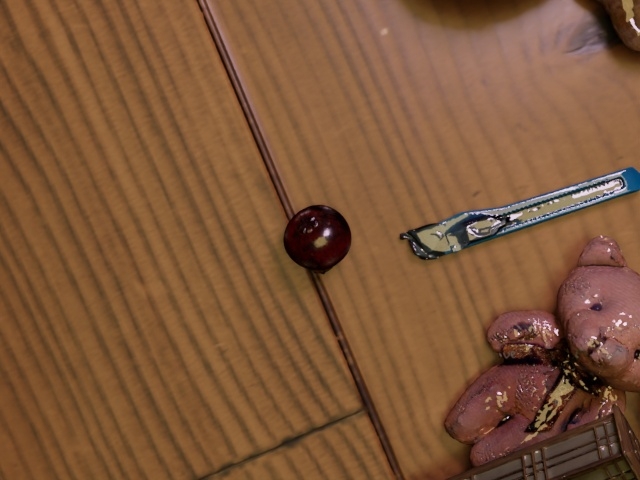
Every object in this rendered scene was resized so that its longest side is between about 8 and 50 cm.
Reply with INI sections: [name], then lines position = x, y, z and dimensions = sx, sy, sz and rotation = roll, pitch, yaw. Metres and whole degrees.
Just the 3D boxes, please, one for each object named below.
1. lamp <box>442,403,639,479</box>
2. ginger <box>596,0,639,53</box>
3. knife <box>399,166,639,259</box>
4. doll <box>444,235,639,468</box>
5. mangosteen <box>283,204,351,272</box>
[lamp]
position = 0.211, 0.299, 1.785
dimensions = 0.325, 0.090, 0.089
rotation = -24, 119, 17
[ginger]
position = 0.437, -0.299, 1.842
dimensions = 0.333, 0.080, 0.166
rotation = -1, 77, -4
[knife]
position = 0.240, -0.034, 1.869
dimensions = 0.296, 0.026, 0.044
rotation = -18, 79, 0
[doll]
position = 0.277, 0.153, 1.805
dimensions = 0.303, 0.156, 0.201
rotation = -41, 79, 3
[mangosteen]
position = -0.001, -0.002, 1.845
dimensions = 0.081, 0.081, 0.081
rotation = 0, 90, -1
